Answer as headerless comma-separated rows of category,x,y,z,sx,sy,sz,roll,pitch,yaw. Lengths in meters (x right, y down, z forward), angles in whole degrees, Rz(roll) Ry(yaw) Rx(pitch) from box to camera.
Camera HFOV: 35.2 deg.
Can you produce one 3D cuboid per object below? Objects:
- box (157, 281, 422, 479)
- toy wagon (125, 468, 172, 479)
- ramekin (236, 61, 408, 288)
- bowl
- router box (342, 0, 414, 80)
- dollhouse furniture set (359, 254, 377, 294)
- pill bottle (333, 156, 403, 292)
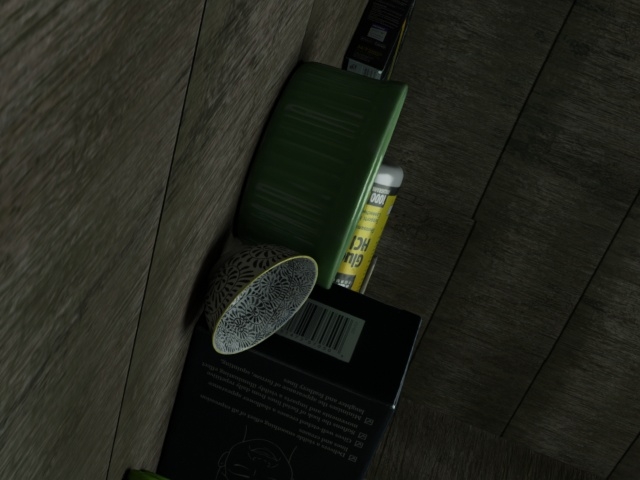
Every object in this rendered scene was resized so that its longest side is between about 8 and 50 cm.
box,-0.057,0.259,1.531,0.212,0.293,0.396,-64,175,-53
toy wagon,-0.258,0.422,1.257,0.344,0.068,0.267,99,12,-76
ramekin,-0.001,-0.099,1.395,0.303,0.148,0.303,21,90,-87
bowl,-0.093,0.059,1.296,0.170,0.080,0.170,-35,153,-20
router box,0.111,-0.374,2.063,0.309,0.081,0.243,104,9,-67
dollhouse furniture set,-0.020,0.164,2.382,0.303,0.198,0.286,-62,173,-59
pill bottle,0.000,0.000,1.716,0.188,0.187,0.334,-54,165,-77
